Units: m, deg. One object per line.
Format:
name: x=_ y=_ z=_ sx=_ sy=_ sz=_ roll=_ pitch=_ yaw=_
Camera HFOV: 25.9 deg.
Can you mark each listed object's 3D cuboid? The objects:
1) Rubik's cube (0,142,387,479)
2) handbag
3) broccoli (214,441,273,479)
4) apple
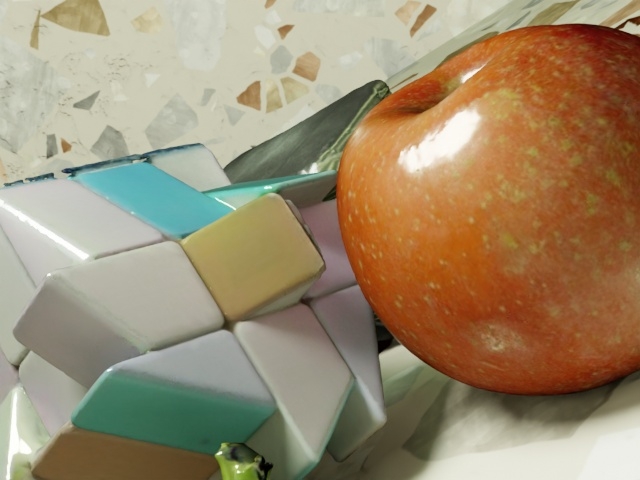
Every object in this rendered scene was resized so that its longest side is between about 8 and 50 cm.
Rubik's cube: x=-0.140 y=0.099 z=1.270 sx=0.387 sy=0.368 sz=0.358 roll=-17 pitch=-24 yaw=-43
handbag: x=0.000 y=0.000 z=1.616 sx=0.341 sy=0.240 sz=0.247 roll=-24 pitch=19 yaw=42
broccoli: x=-0.044 y=0.232 z=1.060 sx=0.155 sy=0.160 sz=0.167 roll=-5 pitch=14 yaw=4
apple: x=0.186 y=-0.033 z=1.170 sx=0.348 sy=0.277 sz=0.348 roll=-33 pitch=12 yaw=8
